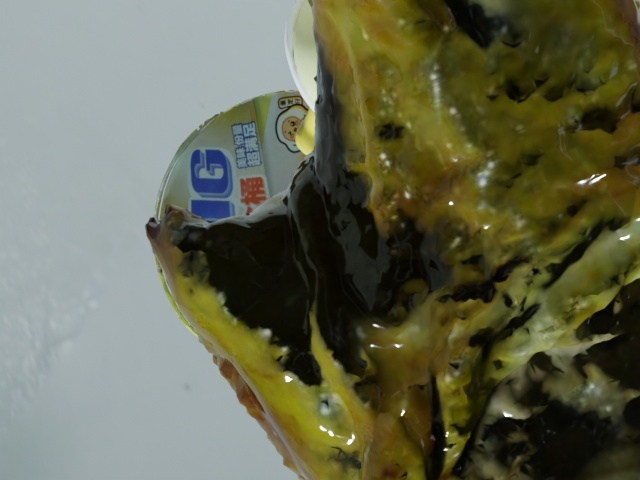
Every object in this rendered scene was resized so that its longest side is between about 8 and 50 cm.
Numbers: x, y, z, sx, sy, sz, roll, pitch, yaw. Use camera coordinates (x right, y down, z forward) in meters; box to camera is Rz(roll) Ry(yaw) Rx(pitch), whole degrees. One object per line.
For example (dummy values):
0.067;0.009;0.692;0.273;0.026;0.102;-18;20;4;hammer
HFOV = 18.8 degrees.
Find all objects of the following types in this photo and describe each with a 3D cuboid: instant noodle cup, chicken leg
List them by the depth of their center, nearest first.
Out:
0.030;-0.036;0.620;0.211;0.140;0.361;-25;104;16;chicken leg
0.000;0.000;1.412;0.205;0.153;0.205;-2;85;18;instant noodle cup

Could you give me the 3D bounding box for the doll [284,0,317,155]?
0.077;-0.144;1.187;0.117;0.296;0.141;45;52;-14;doll
